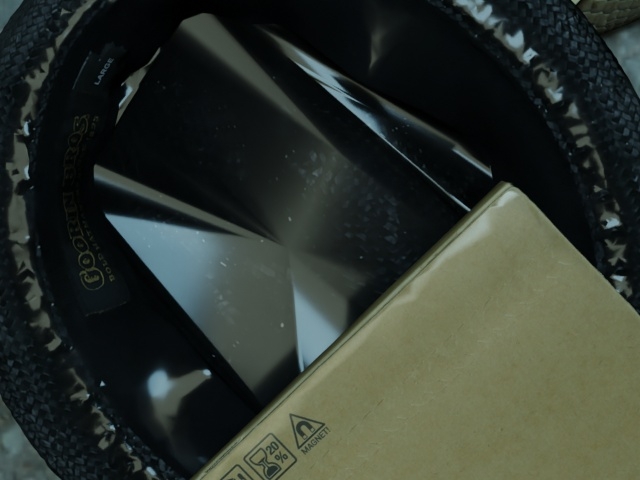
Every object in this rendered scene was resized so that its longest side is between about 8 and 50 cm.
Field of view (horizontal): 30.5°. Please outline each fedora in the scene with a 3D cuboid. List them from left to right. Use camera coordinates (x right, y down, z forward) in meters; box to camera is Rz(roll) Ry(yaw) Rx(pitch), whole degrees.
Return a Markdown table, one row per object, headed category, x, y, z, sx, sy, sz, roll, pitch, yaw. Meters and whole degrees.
| category | x | y | z | sx | sy | sz | roll | pitch | yaw |
| --- | --- | --- | --- | --- | --- | --- | --- | --- | --- |
| fedora | 0.000 | 0.000 | 0.562 | 0.334 | 0.152 | 0.334 | 0 | 95 | 0 |

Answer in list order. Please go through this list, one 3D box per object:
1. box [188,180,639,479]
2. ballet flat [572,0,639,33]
| category | x | y | z | sx | sy | sz | roll | pitch | yaw |
| --- | --- | --- | --- | --- | --- | --- | --- | --- | --- |
| box | 0.060 | 0.103 | 0.482 | 0.201 | 0.021 | 0.164 | -44 | 93 | 3 |
| ballet flat | 0.201 | -0.175 | 0.581 | 0.250 | 0.058 | 0.084 | -21 | 81 | 23 |
